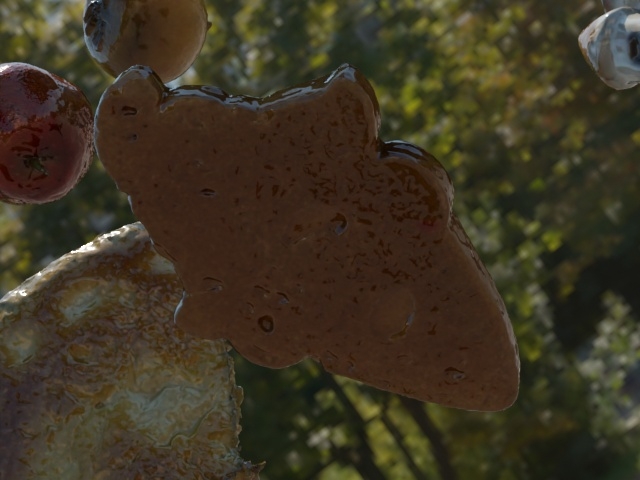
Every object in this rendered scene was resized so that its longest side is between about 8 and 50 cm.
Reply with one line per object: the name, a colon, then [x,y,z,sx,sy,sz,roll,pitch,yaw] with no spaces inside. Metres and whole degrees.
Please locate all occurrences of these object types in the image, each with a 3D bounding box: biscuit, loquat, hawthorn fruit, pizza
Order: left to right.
hawthorn fruit: [-0.258,-0.085,1.520,0.125,0.125,0.140,-43,20,40]
pizza: [-0.147,0.127,1.179,0.335,0.226,0.086,-56,-15,-28]
loquat: [-0.186,-0.235,1.883,0.141,0.141,0.141,-35,-8,-6]
biscuit: [0.000,0.000,0.944,0.183,0.280,0.043,-47,17,30]

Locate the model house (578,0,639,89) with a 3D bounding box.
model house: [0.286,-0.230,1.351,0.190,0.271,0.301,5,6,-37]
